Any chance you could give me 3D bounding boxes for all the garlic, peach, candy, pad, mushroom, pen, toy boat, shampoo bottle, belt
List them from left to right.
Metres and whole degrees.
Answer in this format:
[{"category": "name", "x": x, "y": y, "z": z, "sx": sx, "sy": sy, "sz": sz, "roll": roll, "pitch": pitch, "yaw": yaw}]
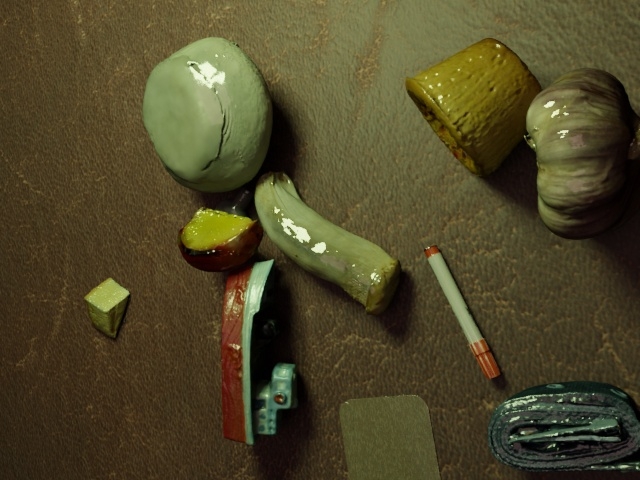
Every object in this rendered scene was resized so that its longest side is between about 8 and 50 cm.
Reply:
[{"category": "candy", "x": -0.200, "y": -0.236, "z": 1.203, "sx": 0.295, "sy": 0.185, "sz": 0.295, "roll": 9, "pitch": 110, "yaw": 28}, {"category": "peach", "x": -0.182, "y": 0.001, "z": 1.187, "sx": 0.172, "sy": 0.092, "sz": 0.127, "roll": -6, "pitch": 46, "yaw": 17}, {"category": "shampoo bottle", "x": -0.186, "y": -0.039, "z": 1.269, "sx": 0.080, "sy": 0.040, "sz": 0.165, "roll": 44, "pitch": 110, "yaw": 21}, {"category": "toy boat", "x": -0.108, "y": 0.201, "z": 1.171, "sx": 0.133, "sy": 0.145, "sz": 0.332, "roll": -1, "pitch": 90, "yaw": 5}, {"category": "mushroom", "x": 0.000, "y": 0.000, "z": 1.143, "sx": 0.351, "sy": 0.095, "sz": 0.123, "roll": 40, "pitch": 83, "yaw": 23}, {"category": "pad", "x": 0.127, "y": 0.410, "z": 1.109, "sx": 0.176, "sy": 0.002, "sz": 0.266, "roll": -12, "pitch": 83, "yaw": 28}, {"category": "pen", "x": 0.234, "y": 0.117, "z": 1.043, "sx": 0.028, "sy": 0.028, "sz": 0.239, "roll": -31, "pitch": 74, "yaw": 24}, {"category": "belt", "x": 0.353, "y": 0.274, "z": 0.917, "sx": 0.218, "sy": 0.128, "sz": 0.122, "roll": -12, "pitch": 82, "yaw": 27}, {"category": "garlic", "x": 0.379, "y": -0.122, "z": 0.862, "sx": 0.160, "sy": 0.245, "sz": 0.245, "roll": -8, "pitch": 85, "yaw": 31}]

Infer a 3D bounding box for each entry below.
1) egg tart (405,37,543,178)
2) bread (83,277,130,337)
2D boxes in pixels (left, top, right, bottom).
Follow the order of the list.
[{"category": "egg tart", "x": 0.240, "y": -0.213, "z": 0.965, "sx": 0.147, "sy": 0.202, "sz": 0.202, "roll": -41, "pitch": 70, "yaw": 8}, {"category": "bread", "x": -0.476, "y": 0.161, "z": 1.436, "sx": 0.084, "sy": 0.080, "sz": 0.109, "roll": 26, "pitch": 136, "yaw": 27}]
